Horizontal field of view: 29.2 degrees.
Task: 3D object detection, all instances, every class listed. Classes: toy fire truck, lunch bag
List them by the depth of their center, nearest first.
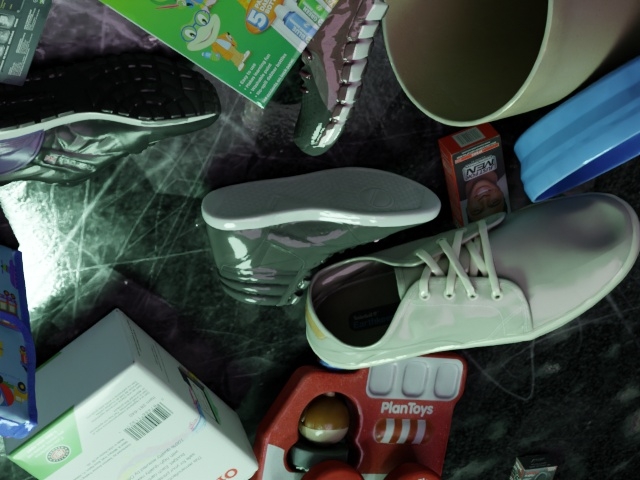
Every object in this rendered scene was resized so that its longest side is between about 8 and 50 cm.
[{"bbox_3d":[-0.424,0.103,1.291,0.221,0.293,0.138,25,112,-35],"label":"lunch bag"},{"bbox_3d":[0.052,0.264,1.716,0.302,0.169,0.254,8,95,-26],"label":"toy fire truck"}]

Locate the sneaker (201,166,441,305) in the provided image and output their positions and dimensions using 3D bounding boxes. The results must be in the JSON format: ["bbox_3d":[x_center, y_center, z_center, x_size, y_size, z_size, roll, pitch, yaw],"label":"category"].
[{"bbox_3d":[0.000,0.000,1.525,0.295,0.105,0.147,-6,128,-12],"label":"sneaker"}]

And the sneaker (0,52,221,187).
[{"bbox_3d":[-0.252,-0.122,1.345,0.283,0.107,0.124,-6,141,-14],"label":"sneaker"}]

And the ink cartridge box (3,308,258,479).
[{"bbox_3d":[-0.244,0.251,1.588,0.201,0.117,0.278,-37,130,6],"label":"ink cartridge box"}]

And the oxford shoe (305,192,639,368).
[{"bbox_3d":[0.179,0.049,1.534,0.449,0.169,0.130,-18,150,14],"label":"oxford shoe"}]

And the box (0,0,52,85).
[{"bbox_3d":[-0.346,-0.274,1.189,0.183,0.059,0.233,4,122,-38],"label":"box"}]

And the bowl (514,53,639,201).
[{"bbox_3d":[0.402,-0.170,1.438,0.391,0.077,0.391,-28,174,-3],"label":"bowl"}]

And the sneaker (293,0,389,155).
[{"bbox_3d":[-0.023,-0.239,1.355,0.162,0.106,0.281,13,113,-18],"label":"sneaker"}]

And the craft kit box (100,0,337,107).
[{"bbox_3d":[-0.089,-0.303,1.239,0.246,0.061,0.250,33,109,-10],"label":"craft kit box"}]

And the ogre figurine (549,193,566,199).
[{"bbox_3d":[0.273,0.039,1.645,0.096,0.197,0.118,11,168,9],"label":"ogre figurine"}]

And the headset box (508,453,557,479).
[{"bbox_3d":[0.341,0.381,1.983,0.062,0.032,0.083,-2,126,-21],"label":"headset box"}]

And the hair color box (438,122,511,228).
[{"bbox_3d":[0.201,-0.077,1.586,0.072,0.043,0.141,-23,130,-7],"label":"hair color box"}]

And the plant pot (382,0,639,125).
[{"bbox_3d":[0.253,-0.262,1.372,0.274,0.256,0.257,-8,128,-38],"label":"plant pot"}]
